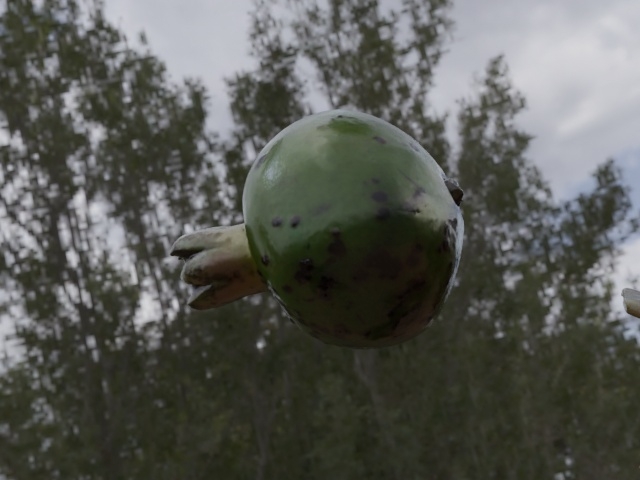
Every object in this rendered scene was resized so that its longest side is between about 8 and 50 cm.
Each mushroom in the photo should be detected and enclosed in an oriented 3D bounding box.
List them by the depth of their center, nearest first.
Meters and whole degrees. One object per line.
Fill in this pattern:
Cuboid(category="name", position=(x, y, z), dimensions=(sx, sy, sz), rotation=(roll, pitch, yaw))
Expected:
Cuboid(category="mushroom", position=(0.492, 0.097, 1.583), dimensions=(0.202, 0.059, 0.054), rotation=(8, -67, -24))

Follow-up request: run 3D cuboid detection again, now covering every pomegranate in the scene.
Cuboid(category="pomegranate", position=(0.000, 0.000, 0.953), dimensions=(0.248, 0.202, 0.202), rotation=(-18, -16, 10))
